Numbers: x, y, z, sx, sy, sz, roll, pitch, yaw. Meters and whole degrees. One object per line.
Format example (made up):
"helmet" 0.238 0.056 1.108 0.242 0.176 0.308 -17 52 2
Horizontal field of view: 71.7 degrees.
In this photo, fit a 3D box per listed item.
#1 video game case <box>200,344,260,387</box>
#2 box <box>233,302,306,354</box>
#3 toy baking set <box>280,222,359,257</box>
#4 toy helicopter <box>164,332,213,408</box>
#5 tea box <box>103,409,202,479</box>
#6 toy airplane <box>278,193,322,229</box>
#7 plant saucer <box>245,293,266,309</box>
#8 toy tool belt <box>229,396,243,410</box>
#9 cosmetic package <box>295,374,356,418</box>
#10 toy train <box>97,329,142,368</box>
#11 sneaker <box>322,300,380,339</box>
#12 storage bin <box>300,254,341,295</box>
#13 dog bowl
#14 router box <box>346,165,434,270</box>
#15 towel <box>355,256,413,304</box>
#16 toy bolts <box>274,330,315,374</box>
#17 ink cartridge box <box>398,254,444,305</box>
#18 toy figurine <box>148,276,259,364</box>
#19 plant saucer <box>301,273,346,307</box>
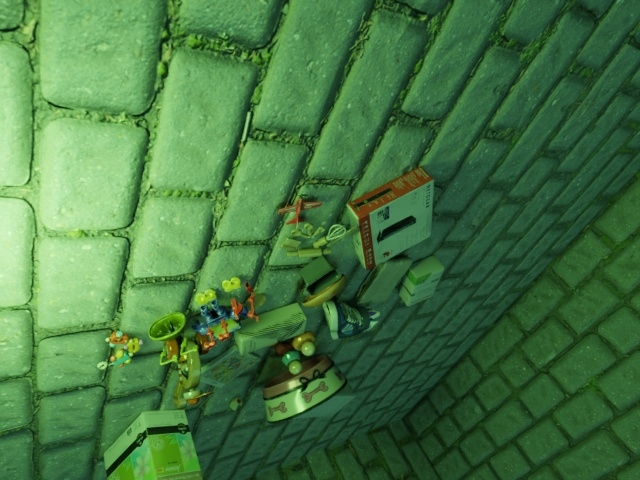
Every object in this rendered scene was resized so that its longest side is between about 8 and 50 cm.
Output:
"video game case" -0.394 0.538 1.879 0.226 0.026 0.206 -36 145 3
"box" -0.198 0.345 1.743 0.274 0.094 0.113 -16 141 -23
"toy baking set" -0.003 0.003 1.483 0.255 0.030 0.197 -1 151 -19
"toy helicopter" -0.481 0.514 1.603 0.140 0.235 0.355 -5 136 -34
"tea box" -0.711 0.952 1.867 0.329 0.324 0.219 -47 142 18
"toy airplane" -0.067 -0.090 1.388 0.151 0.028 0.151 -19 142 -15
"plant saucer" -0.241 0.222 1.633 0.083 0.015 0.084 -21 144 -17
"toy tool belt" -0.402 0.783 2.153 0.083 0.052 0.051 -48 174 24
"cosmetic package" -0.003 0.858 2.453 0.217 0.156 0.385 -44 142 14
"toy train" -0.655 0.346 1.438 0.125 0.046 0.166 13 121 -44
"sneaker" 0.142 0.320 1.923 0.236 0.130 0.323 -17 148 -6
"storage bin" -0.004 0.125 1.636 0.135 0.091 0.098 -33 145 2
"dog bowl" -0.088 0.670 2.042 0.407 0.151 0.408 -24 174 -3
"router box" 0.261 -0.072 1.617 0.301 0.082 0.336 -28 144 -8
"towel" 0.275 0.177 1.954 0.187 0.049 0.282 -2 135 -38
"toy bolts" -0.136 0.473 1.886 0.218 0.159 0.229 -14 140 -25
"ink cartridge box" 0.468 0.192 2.079 0.160 0.093 0.220 -18 142 -20
"toy figurine" -0.360 0.306 1.505 0.362 0.191 0.217 -27 149 -7
"plant saucer" 0.019 0.197 1.689 0.199 0.037 0.200 -33 -177 2
